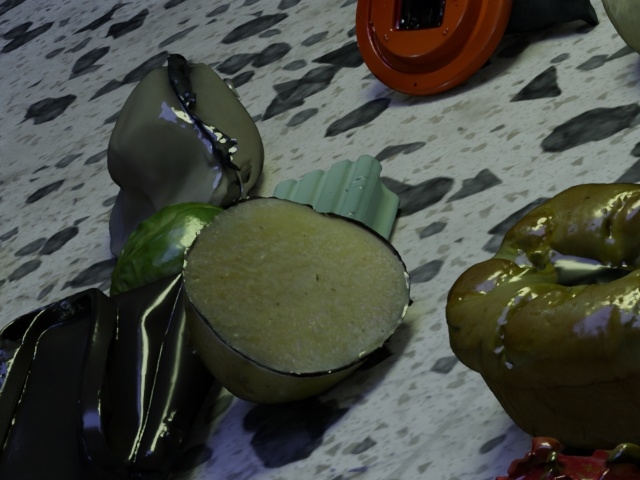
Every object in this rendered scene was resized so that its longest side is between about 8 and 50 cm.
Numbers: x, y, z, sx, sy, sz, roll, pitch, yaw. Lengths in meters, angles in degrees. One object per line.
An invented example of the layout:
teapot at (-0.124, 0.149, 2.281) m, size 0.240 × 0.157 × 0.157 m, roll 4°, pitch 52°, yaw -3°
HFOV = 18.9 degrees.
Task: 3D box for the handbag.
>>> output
handbag at (-0.230, 0.157, 1.675) m, size 0.285 × 0.113 × 0.257 m, roll -20°, pitch 30°, yaw 18°

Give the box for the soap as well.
soap at (0.000, 0.000, 1.800) m, size 0.119 × 0.066 × 0.198 m, roll -17°, pitch 24°, yaw 21°

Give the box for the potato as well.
potato at (-0.033, 0.067, 1.631) m, size 0.202 × 0.182 × 0.117 m, roll -39°, pitch -20°, yaw -42°

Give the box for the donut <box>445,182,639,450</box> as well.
donut at (0.212, 0.054, 1.354) m, size 0.208 × 0.128 × 0.261 m, roll -41°, pitch 25°, yaw -27°

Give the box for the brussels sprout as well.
brussels sprout at (-0.134, 0.030, 1.814) m, size 0.155 × 0.117 × 0.155 m, roll -33°, pitch 14°, yaw 9°

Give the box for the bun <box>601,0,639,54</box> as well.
bun at (0.424, -0.329, 1.840) m, size 0.364 × 0.202 × 0.364 m, roll -25°, pitch 19°, yaw 9°

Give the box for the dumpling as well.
dumpling at (-0.170, -0.096, 2.096) m, size 0.205 × 0.163 × 0.293 m, roll -20°, pitch 34°, yaw 7°

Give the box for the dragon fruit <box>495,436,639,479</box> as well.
dragon fruit at (0.124, 0.195, 1.142) m, size 0.208 × 0.133 × 0.150 m, roll -26°, pitch 27°, yaw 31°

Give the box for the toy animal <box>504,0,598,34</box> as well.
toy animal at (0.206, -0.261, 2.115) m, size 0.117 × 0.121 × 0.210 m, roll -51°, pitch 32°, yaw -6°

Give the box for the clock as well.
clock at (0.121, -0.259, 2.107) m, size 0.205 × 0.205 × 0.051 m, roll -9°, pitch -16°, yaw 38°
